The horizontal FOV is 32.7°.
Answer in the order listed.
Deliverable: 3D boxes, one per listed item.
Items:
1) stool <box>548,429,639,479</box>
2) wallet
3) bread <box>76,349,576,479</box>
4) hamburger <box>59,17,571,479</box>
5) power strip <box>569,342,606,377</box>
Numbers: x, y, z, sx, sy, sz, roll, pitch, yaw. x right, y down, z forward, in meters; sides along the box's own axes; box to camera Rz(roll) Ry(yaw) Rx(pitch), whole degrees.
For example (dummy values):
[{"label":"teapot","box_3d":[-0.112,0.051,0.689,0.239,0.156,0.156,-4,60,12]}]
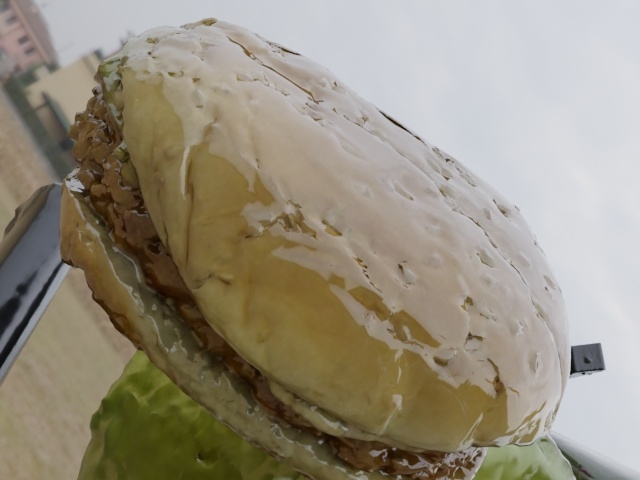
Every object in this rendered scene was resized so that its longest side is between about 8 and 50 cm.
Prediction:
[{"label":"stool","box_3d":[0.234,0.318,1.185,0.310,0.226,0.310,24,-3,45]},{"label":"wallet","box_3d":[-0.274,0.154,0.686,0.062,0.406,0.228,31,-43,-10]},{"label":"bread","box_3d":[0.011,0.227,0.834,0.308,0.348,0.348,22,-35,53]},{"label":"hamburger","box_3d":[0.001,0.001,0.567,0.283,0.144,0.259,31,26,-9]},{"label":"power strip","box_3d":[0.233,0.117,1.036,0.111,0.038,0.029,127,-43,-75]}]
